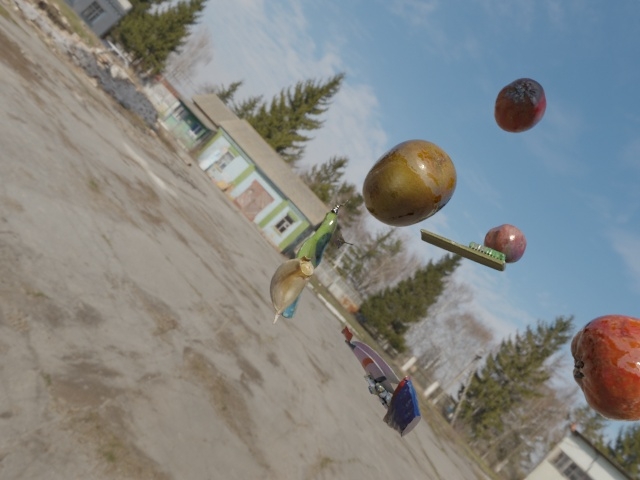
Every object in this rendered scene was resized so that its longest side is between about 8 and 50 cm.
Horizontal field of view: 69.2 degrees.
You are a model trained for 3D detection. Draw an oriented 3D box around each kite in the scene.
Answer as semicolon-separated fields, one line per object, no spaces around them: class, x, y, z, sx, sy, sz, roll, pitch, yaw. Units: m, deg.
kite;0.069;0.011;1.427;0.002;0.044;0.078;13;23;-44

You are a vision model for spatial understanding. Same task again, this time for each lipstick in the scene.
lipstick;-0.081;0.162;1.408;0.048;0.158;0.048;14;26;-7

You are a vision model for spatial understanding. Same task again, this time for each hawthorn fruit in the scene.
hawthorn fruit;0.664;-0.437;1.546;0.169;0.169;0.188;46;-6;31
hawthorn fruit;0.727;0.286;1.060;0.242;0.271;0.242;-9;90;-77

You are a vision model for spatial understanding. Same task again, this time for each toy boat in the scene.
toy boat;0.166;0.356;1.222;0.319;0.071;0.219;65;-28;14

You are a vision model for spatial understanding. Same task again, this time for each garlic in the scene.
garlic;-0.071;0.090;0.970;0.066;0.152;0.084;36;13;-11

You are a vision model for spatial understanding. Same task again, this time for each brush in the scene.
brush;0.442;0.020;1.448;0.282;0.048;0.054;23;-29;32

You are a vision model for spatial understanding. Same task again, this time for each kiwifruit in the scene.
kiwifruit;0.204;-0.130;1.107;0.196;0.196;0.234;47;-40;-12

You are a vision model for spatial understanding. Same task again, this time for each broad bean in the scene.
broad bean;-0.007;0.001;1.375;0.067;0.325;0.075;17;-40;15

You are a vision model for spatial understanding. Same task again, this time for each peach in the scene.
peach;0.685;0.023;1.732;0.152;0.152;0.152;47;-2;2
